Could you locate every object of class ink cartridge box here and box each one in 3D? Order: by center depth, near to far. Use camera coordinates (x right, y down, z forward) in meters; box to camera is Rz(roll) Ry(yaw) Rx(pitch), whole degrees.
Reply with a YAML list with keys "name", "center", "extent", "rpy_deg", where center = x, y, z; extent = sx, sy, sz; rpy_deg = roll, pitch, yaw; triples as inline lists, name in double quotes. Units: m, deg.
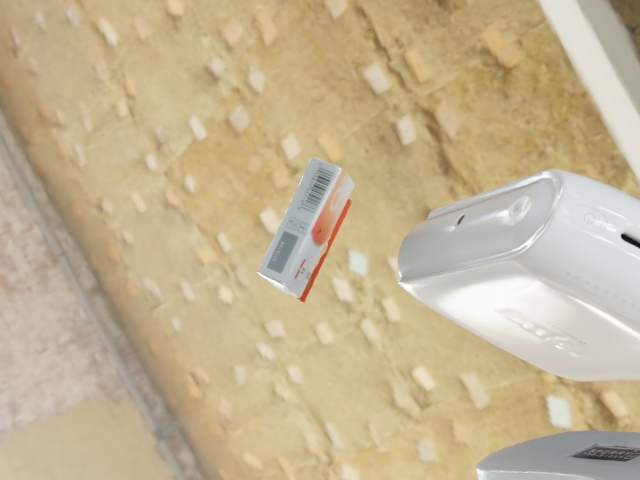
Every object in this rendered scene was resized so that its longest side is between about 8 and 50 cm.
- name: "ink cartridge box"
  center: [0.000, 0.000, 1.267]
  extent: [0.045, 0.145, 0.179]
  rpy_deg: [23, -7, 22]

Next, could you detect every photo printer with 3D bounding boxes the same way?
- name: "photo printer"
  center: [0.243, 0.042, 1.042]
  extent: [0.256, 0.107, 0.307]
  rpy_deg: [29, -17, -15]

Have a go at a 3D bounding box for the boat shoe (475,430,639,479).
- name: "boat shoe"
  center: [0.161, 0.146, 0.523]
  extent: [0.267, 0.096, 0.088]
  rpy_deg: [-17, -91, 65]
